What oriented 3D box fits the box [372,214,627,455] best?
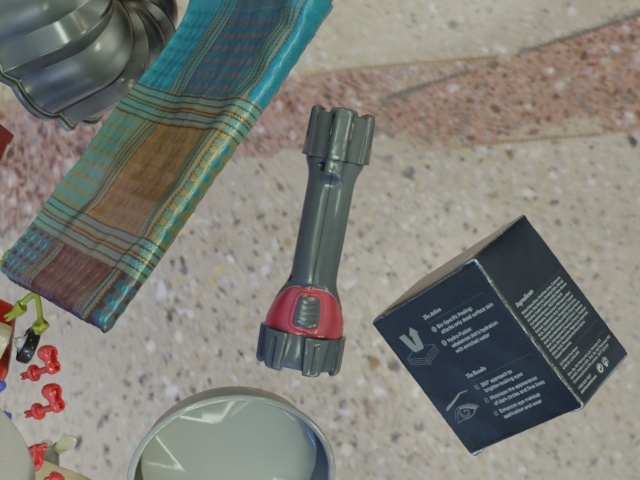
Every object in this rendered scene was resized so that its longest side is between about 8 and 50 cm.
[{"bbox_3d":[0.159,0.087,1.121,0.158,0.156,0.093,53,49,0],"label":"box"}]

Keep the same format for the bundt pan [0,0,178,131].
[{"bbox_3d":[-0.257,-0.291,1.345,0.124,0.331,0.331,-13,113,19],"label":"bundt pan"}]

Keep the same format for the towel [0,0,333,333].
[{"bbox_3d":[-0.153,-0.097,1.185,0.040,0.271,0.370,40,77,-29],"label":"towel"}]

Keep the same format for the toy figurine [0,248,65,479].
[{"bbox_3d":[-0.468,0.182,1.572,0.191,0.217,0.363,-16,82,33],"label":"toy figurine"}]

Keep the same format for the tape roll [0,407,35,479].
[{"bbox_3d":[-0.393,0.148,0.861,0.392,0.072,0.392,7,143,5],"label":"tape roll"}]

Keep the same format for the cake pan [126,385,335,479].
[{"bbox_3d":[-0.126,0.324,1.763,0.293,0.054,0.293,-4,119,-8],"label":"cake pan"}]

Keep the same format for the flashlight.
[{"bbox_3d":[0.000,0.000,1.440,0.103,0.103,0.304,7,95,-48],"label":"flashlight"}]

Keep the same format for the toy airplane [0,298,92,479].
[{"bbox_3d":[-0.576,0.306,1.905,0.384,0.272,0.386,-23,79,-35],"label":"toy airplane"}]

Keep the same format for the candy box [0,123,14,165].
[{"bbox_3d":[-0.592,-0.056,1.786,0.316,0.183,0.087,-24,126,34],"label":"candy box"}]
